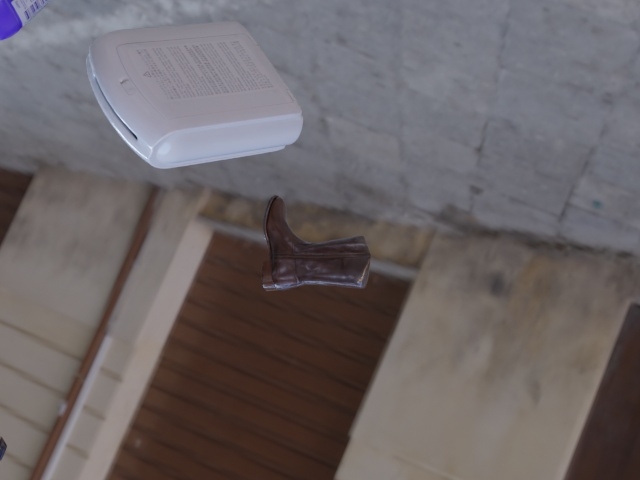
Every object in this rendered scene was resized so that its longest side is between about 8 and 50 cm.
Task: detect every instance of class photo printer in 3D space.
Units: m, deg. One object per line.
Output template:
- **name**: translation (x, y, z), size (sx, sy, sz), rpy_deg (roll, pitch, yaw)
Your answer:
- **photo printer**: translation (-0.214, -0.240, 1.929), size (0.307, 0.107, 0.256), rpy_deg (-13, -123, -37)

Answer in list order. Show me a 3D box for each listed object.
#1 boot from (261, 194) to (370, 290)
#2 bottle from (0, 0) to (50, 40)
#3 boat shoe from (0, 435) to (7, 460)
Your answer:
- **boot**: translation (0.000, 0.000, 1.188), size (0.114, 0.106, 0.037), rpy_deg (-6, 162, 21)
- **bottle**: translation (-0.315, -0.363, 1.386), size (0.092, 0.283, 0.118), rpy_deg (31, 160, 30)
- **boat shoe**: translation (-0.367, 0.262, 0.914), size (0.127, 0.340, 0.158), rpy_deg (43, 174, -3)
